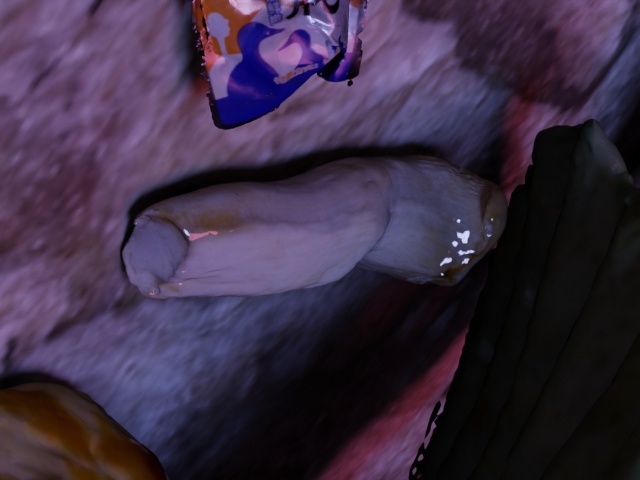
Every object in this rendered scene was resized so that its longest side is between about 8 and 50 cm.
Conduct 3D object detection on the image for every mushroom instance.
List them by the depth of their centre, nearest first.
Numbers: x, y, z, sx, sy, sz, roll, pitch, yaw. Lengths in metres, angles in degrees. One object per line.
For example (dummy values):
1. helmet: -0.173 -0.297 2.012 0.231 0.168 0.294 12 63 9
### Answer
1. mushroom: 0.001 -0.003 0.752 0.202 0.054 0.059 -4 133 -52

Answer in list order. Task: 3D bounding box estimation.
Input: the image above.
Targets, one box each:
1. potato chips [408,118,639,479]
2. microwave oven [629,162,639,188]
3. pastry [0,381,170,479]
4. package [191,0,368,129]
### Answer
1. potato chips: 0.040 0.133 0.813 0.389 0.097 0.373 -59 -173 -18
2. microwave oven: 0.246 0.001 0.962 0.122 0.162 0.208 -41 -178 -18
3. pastry: -0.122 0.185 0.681 0.256 0.170 0.236 -45 160 -19
4. package: -0.010 -0.087 0.623 0.077 0.033 0.110 -14 131 -15
